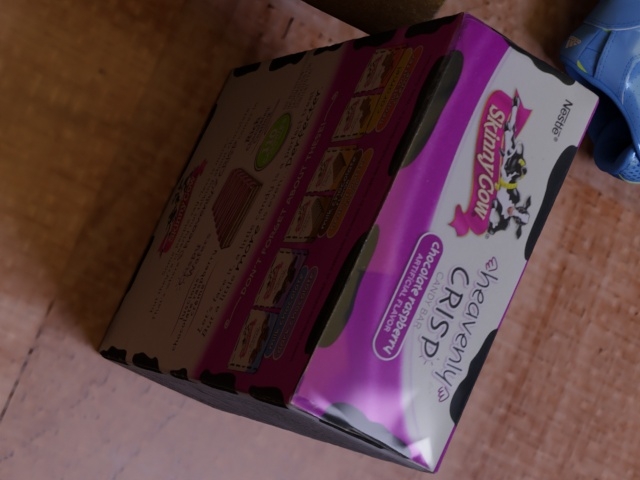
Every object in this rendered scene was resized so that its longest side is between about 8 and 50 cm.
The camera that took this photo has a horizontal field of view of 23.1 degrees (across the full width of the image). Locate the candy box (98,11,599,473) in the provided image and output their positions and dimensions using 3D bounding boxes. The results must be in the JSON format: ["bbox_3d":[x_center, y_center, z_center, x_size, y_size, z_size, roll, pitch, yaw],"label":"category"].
[{"bbox_3d":[0.000,0.000,0.664,0.071,0.233,0.159,29,80,-23],"label":"candy box"}]

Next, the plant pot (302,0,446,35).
[{"bbox_3d":[-0.043,-0.235,0.663,0.254,0.237,0.237,18,83,-10],"label":"plant pot"}]

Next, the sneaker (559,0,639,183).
[{"bbox_3d":[0.218,-0.059,0.860,0.126,0.091,0.240,-45,109,1],"label":"sneaker"}]
